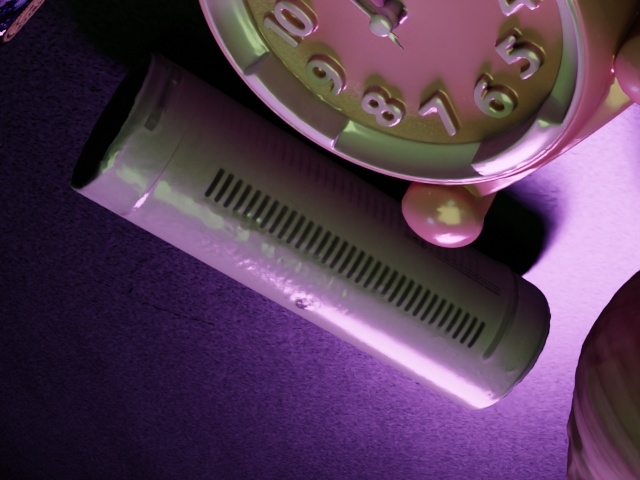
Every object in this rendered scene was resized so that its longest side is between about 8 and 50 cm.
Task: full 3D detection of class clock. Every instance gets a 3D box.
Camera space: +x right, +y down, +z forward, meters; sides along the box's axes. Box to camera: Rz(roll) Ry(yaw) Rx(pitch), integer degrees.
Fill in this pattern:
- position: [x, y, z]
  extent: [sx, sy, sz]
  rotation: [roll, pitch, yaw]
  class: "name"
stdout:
- position: [0.051, -0.142, 0.644]
  extent: [0.241, 0.142, 0.227]
  rotation: [36, 145, -13]
  class: "clock"

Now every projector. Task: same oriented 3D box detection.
- position: [0.000, 0.000, 0.909]
  extent: [0.338, 0.108, 0.108]
  rotation: [30, 146, -22]
  class: "projector"

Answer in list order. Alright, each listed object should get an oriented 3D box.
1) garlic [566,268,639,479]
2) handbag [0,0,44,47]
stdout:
- position: [0.291, 0.107, 0.815]
  extent: [0.318, 0.259, 0.317]
  rotation: [-11, 130, -14]
  class: "garlic"
- position: [-0.176, -0.164, 0.638]
  extent: [0.127, 0.207, 0.229]
  rotation: [39, 140, -11]
  class: "handbag"
